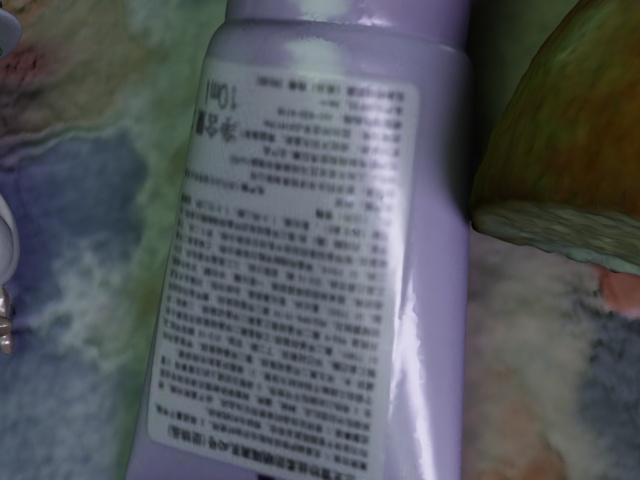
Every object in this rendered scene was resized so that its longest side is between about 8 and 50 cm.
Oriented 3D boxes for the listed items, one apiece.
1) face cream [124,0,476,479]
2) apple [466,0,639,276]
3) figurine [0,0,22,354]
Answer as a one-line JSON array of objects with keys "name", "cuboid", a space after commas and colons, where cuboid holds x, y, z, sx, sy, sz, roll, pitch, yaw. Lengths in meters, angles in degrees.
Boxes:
[{"name": "face cream", "cuboid": [0.000, 0.000, 0.616, 0.154, 0.096, 0.273, 9, 91, 29]}, {"name": "apple", "cuboid": [0.206, -0.037, 0.483, 0.346, 0.254, 0.179, 15, 124, 34]}, {"name": "figurine", "cuboid": [-0.183, -0.019, 0.711, 0.132, 0.132, 0.153, -16, 80, 24]}]
